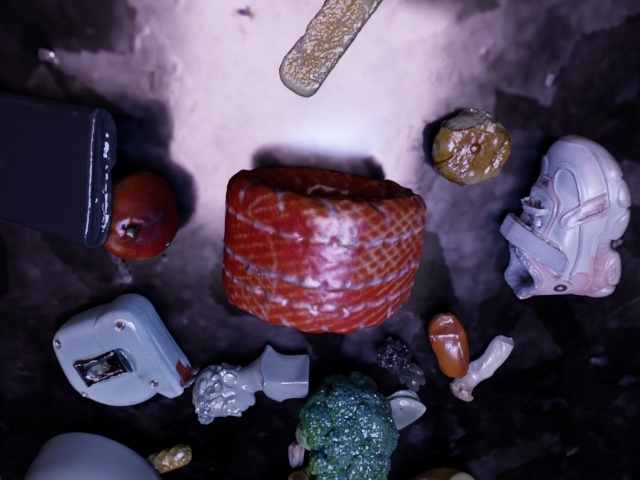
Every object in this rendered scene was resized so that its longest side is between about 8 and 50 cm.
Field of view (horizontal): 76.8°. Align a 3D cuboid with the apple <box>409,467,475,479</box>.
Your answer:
[{"bbox_3d":[0.331,0.740,1.089,0.254,0.179,0.345,-28,108,-6],"label":"apple"}]

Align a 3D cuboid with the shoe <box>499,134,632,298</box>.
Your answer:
[{"bbox_3d":[0.475,-0.026,0.814,0.198,0.172,0.350,-14,109,6],"label":"shoe"}]

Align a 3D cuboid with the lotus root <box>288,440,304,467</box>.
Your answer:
[{"bbox_3d":[-0.065,0.566,1.082,0.038,0.030,0.083,-12,118,-32],"label":"lotus root"}]

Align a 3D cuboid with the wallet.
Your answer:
[{"bbox_3d":[-0.530,-0.141,0.696,0.407,0.062,0.228,15,102,16],"label":"wallet"}]

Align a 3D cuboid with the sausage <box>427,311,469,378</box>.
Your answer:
[{"bbox_3d":[0.305,0.244,0.958,0.089,0.089,0.179,-15,107,3],"label":"sausage"}]

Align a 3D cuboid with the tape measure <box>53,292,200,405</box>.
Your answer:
[{"bbox_3d":[-0.440,0.258,0.899,0.246,0.125,0.243,-21,110,4],"label":"tape measure"}]

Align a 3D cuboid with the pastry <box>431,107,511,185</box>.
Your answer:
[{"bbox_3d":[0.294,-0.180,0.797,0.154,0.081,0.153,-4,120,-6],"label":"pastry"}]

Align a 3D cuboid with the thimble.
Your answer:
[{"bbox_3d":[0.000,0.000,0.717,0.351,0.350,0.230,5,109,-5],"label":"thimble"}]

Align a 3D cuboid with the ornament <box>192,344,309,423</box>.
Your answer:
[{"bbox_3d":[-0.159,0.326,0.947,0.286,0.130,0.120,-17,127,-5],"label":"ornament"}]

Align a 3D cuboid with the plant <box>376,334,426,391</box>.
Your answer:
[{"bbox_3d":[0.202,0.306,0.977,0.085,0.087,0.174,-46,112,-13],"label":"plant"}]

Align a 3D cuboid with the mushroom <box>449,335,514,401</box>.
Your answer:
[{"bbox_3d":[0.403,0.316,1.003,0.059,0.054,0.202,38,100,-14],"label":"mushroom"}]

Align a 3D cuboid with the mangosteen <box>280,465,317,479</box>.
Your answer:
[{"bbox_3d":[-0.037,0.684,1.061,0.192,0.192,0.217,38,72,-15],"label":"mangosteen"}]

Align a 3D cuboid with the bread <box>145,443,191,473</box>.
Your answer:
[{"bbox_3d":[-0.388,0.567,1.052,0.111,0.060,0.066,-20,123,2],"label":"bread"}]

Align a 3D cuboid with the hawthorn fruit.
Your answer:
[{"bbox_3d":[-0.348,-0.046,0.758,0.169,0.188,0.168,-2,103,-10],"label":"hawthorn fruit"}]

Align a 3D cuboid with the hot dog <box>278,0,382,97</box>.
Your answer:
[{"bbox_3d":[0.019,-0.368,0.717,0.084,0.073,0.242,35,105,-12],"label":"hot dog"}]

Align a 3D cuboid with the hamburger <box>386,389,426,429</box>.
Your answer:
[{"bbox_3d":[0.196,0.430,1.034,0.084,0.054,0.121,35,112,-16],"label":"hamburger"}]

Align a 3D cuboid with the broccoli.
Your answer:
[{"bbox_3d":[0.045,0.447,0.947,0.270,0.270,0.270,44,133,-16],"label":"broccoli"}]

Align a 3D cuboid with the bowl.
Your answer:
[{"bbox_3d":[-0.580,0.664,0.978,0.354,0.185,0.353,3,115,7],"label":"bowl"}]
